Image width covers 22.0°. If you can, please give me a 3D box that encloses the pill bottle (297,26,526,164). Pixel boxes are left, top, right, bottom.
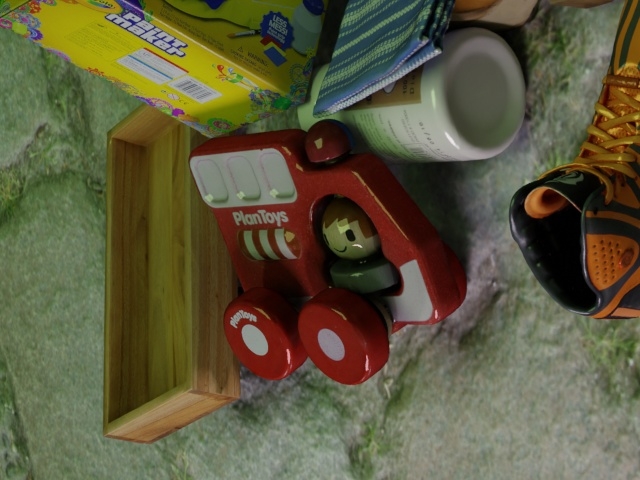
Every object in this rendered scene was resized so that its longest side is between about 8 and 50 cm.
[{"bbox_3d":[0.087,-0.143,1.687,0.229,0.131,0.131,-1,93,50],"label":"pill bottle"}]

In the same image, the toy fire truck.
[{"bbox_3d":[0.000,0.000,1.717,0.302,0.169,0.253,-3,115,49],"label":"toy fire truck"}]

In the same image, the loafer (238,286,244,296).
[{"bbox_3d":[-0.067,0.097,1.937,0.223,0.078,0.076,10,102,49],"label":"loafer"}]

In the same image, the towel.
[{"bbox_3d":[0.086,-0.299,1.600,0.243,0.040,0.336,-24,46,62],"label":"towel"}]

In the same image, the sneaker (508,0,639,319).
[{"bbox_3d":[0.265,-0.082,1.445,0.125,0.180,0.321,11,103,49],"label":"sneaker"}]

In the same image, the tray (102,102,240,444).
[{"bbox_3d":[-0.180,0.019,1.982,0.203,0.076,0.410,-31,54,47],"label":"tray"}]

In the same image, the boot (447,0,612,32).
[{"bbox_3d":[0.171,-0.317,1.606,0.295,0.104,0.211,-6,84,45],"label":"boot"}]

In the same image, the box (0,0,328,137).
[{"bbox_3d":[-0.149,-0.308,1.755,0.177,0.290,0.279,-15,56,50],"label":"box"}]
